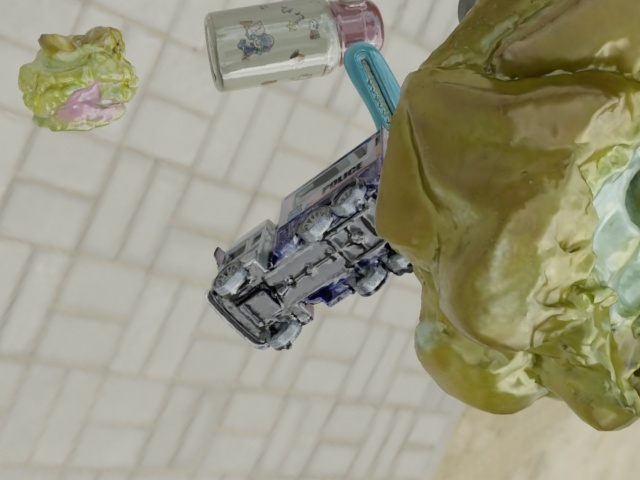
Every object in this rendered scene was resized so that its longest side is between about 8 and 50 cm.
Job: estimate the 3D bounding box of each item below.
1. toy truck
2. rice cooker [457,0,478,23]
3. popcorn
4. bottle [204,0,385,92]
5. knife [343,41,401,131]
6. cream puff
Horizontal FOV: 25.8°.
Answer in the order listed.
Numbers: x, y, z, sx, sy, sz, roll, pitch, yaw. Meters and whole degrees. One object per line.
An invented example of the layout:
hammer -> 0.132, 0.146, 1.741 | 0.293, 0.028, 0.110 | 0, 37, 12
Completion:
toy truck -> 0.000, 0.000, 1.617 | 0.268, 0.155, 0.124 | -34, 116, 22
rice cooker -> 0.295, -0.310, 1.963 | 0.127, 0.206, 0.145 | -46, 153, -40
popcorn -> -0.297, -0.196, 1.702 | 0.126, 0.145, 0.126 | -4, 82, -58
bottle -> -0.031, -0.265, 1.840 | 0.233, 0.110, 0.110 | -11, 128, -7
knife -> 0.083, -0.143, 1.690 | 0.064, 0.222, 0.031 | -23, 166, 3
cream puff -> 0.161, -0.058, 0.908 | 0.323, 0.274, 0.270 | -39, 110, -16
